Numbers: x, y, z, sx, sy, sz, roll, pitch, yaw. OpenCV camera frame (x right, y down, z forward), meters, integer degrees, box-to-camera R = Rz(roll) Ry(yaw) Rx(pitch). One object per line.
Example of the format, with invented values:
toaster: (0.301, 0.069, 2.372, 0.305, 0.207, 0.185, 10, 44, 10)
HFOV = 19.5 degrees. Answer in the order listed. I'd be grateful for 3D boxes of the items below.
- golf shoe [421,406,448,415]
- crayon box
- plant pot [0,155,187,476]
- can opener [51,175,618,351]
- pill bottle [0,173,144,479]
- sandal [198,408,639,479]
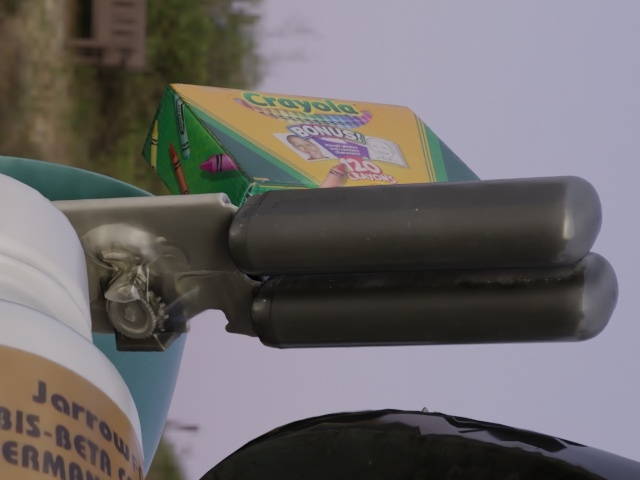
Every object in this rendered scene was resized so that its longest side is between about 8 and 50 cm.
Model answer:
golf shoe: (0.058, 0.149, 0.831, 0.176, 0.069, 0.086, 66, 38, -53)
crayon box: (0.001, -0.056, 1.674, 0.165, 0.278, 0.081, 49, -54, 42)
plant pot: (-0.235, 0.098, 1.261, 0.293, 0.293, 0.235, -119, -146, -64)
can opener: (0.000, 0.000, 0.853, 0.095, 0.283, 0.076, -54, 135, -52)
pill bottle: (-0.117, 0.090, 0.563, 0.229, 0.131, 0.131, -100, -162, -45)
sandal: (0.084, 0.151, 0.600, 0.445, 0.107, 0.168, 0, -76, 40)
